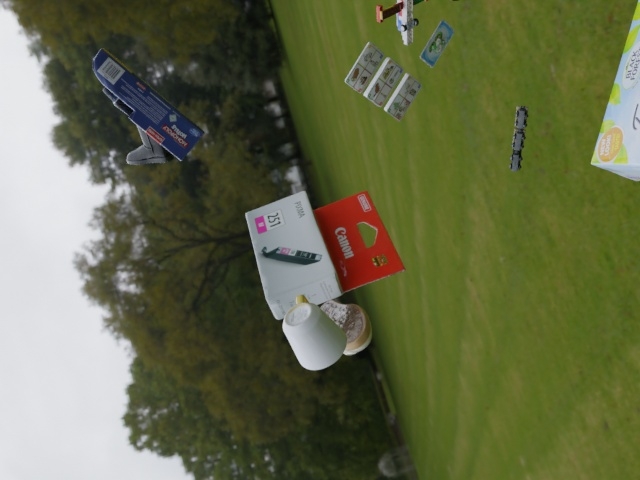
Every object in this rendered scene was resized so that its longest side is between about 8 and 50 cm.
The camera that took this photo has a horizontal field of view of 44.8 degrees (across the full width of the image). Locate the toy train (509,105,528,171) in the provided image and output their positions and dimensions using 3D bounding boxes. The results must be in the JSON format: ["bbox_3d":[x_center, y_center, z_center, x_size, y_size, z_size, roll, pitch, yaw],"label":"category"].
[{"bbox_3d":[0.413,-0.214,1.611,0.036,0.027,0.158,-65,-22,-44],"label":"toy train"}]

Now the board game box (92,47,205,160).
[{"bbox_3d":[-0.273,-0.210,1.240,0.194,0.060,0.194,40,180,-8],"label":"board game box"}]

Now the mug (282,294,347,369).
[{"bbox_3d":[-0.016,0.101,0.885,0.078,0.062,0.064,25,155,49],"label":"mug"}]

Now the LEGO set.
[{"bbox_3d":[0.140,-0.345,1.312,0.060,0.244,0.182,38,-170,37],"label":"LEGO set"}]

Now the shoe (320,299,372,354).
[{"bbox_3d":[0.048,0.146,1.285,0.058,0.076,0.219,42,176,-15],"label":"shoe"}]

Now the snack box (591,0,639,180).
[{"bbox_3d":[0.360,-0.159,0.729,0.174,0.070,0.207,-160,88,-71],"label":"snack box"}]

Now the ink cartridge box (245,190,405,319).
[{"bbox_3d":[0.000,0.000,1.414,0.275,0.239,0.060,-110,-2,-53],"label":"ink cartridge box"}]

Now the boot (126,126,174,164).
[{"bbox_3d":[-0.354,-0.207,1.574,0.045,0.121,0.099,-48,-49,-51],"label":"boot"}]
